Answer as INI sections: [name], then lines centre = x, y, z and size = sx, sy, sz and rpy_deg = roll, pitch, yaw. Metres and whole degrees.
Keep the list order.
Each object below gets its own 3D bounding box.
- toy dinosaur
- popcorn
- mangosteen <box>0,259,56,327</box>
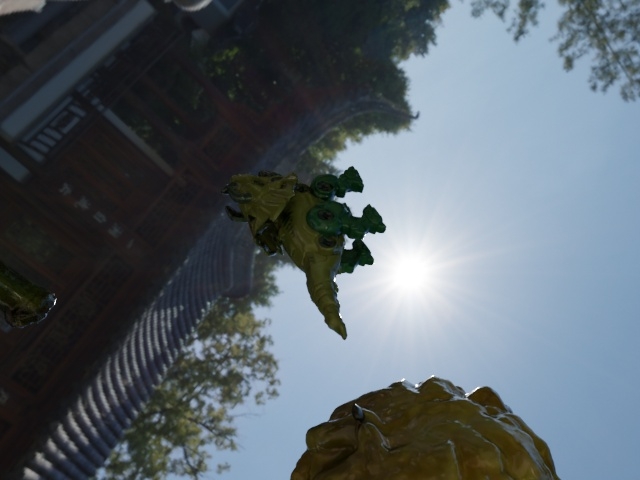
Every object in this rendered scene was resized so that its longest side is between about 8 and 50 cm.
[toy dinosaur]
centre = 0.000, 0.000, 0.639
size = 0.153, 0.094, 0.259
rpy_deg = -12, -134, -24
[popcorn]
centre = 0.134, 0.349, 0.728
size = 0.349, 0.382, 0.349
rpy_deg = -12, -170, 2
[mangosteen]
centre = -0.372, 0.002, 0.501
size = 0.231, 0.289, 0.231
rpy_deg = -19, -124, 31
